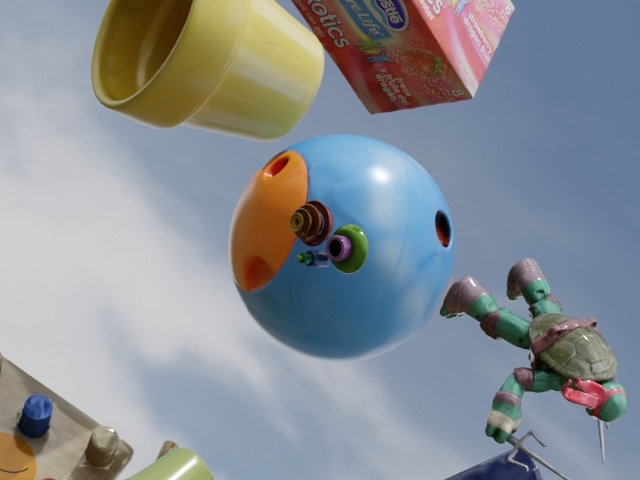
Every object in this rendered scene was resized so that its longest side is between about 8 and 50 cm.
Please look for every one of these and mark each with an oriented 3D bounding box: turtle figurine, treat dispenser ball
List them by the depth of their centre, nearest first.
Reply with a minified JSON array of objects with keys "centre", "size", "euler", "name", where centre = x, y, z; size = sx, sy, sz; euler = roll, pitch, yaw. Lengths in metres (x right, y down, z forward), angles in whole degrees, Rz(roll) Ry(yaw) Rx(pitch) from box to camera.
[{"centre":[0.222,0.118,1.543],"size":[0.234,0.175,0.118],"euler":[54,-51,37],"name":"turtle figurine"},{"centre":[0.027,0.009,2.070],"size":[0.288,0.288,0.288],"euler":[36,-27,22],"name":"treat dispenser ball"}]

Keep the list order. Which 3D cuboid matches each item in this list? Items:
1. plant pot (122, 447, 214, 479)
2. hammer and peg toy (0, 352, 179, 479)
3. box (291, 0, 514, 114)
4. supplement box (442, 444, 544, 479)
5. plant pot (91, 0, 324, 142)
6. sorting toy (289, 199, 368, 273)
[{"centre":[-0.135,0.224,1.436],"size":[0.083,0.079,0.083],"euler":[26,-45,28],"name":"plant pot"},{"centre":[-0.357,0.312,2.060],"size":[0.361,0.266,0.127],"euler":[33,-36,6],"name":"hammer and peg toy"},{"centre":[0.062,-0.295,1.730],"size":[0.142,0.154,0.300],"euler":[-6,-46,39],"name":"box"},{"centre":[0.153,0.387,1.692],"size":[0.356,0.195,0.194],"euler":[92,-26,-63],"name":"supplement box"},{"centre":[-0.136,-0.245,2.162],"size":[0.239,0.254,0.254],"euler":[25,-11,-34],"name":"plant pot"},{"centre":[0.000,0.000,1.687],"size":[0.102,0.042,0.061],"euler":[38,-66,38],"name":"sorting toy"}]
